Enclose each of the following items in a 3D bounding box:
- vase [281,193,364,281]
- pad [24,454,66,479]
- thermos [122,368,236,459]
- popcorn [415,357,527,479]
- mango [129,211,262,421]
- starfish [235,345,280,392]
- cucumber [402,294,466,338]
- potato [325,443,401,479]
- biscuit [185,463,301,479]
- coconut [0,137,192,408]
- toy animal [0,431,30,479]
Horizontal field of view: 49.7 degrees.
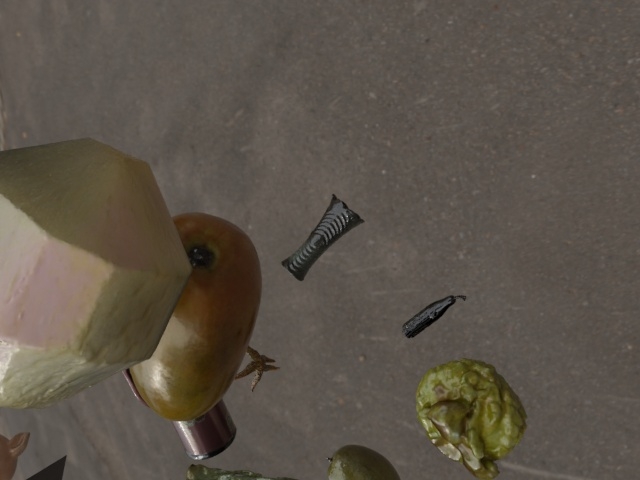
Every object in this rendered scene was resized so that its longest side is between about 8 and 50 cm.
[{"bbox_3d":[0.000,0.000,1.861,0.237,0.115,0.115,-49,55,4],"label":"vase"},{"bbox_3d":[-0.515,0.446,1.162,0.004,0.190,0.127,39,127,21],"label":"pad"},{"bbox_3d":[-0.279,0.255,1.312,0.136,0.109,0.331,-6,117,26],"label":"thermos"},{"bbox_3d":[0.329,0.393,1.523,0.206,0.236,0.252,-49,28,45],"label":"popcorn"},{"bbox_3d":[-0.175,0.113,0.922,0.211,0.172,0.317,-96,17,-54],"label":"mango"},{"bbox_3d":[-0.159,0.291,1.658,0.041,0.133,0.130,-6,114,43],"label":"starfish"},{"bbox_3d":[0.237,0.155,1.463,0.043,0.039,0.163,40,126,-5],"label":"cucumber"},{"bbox_3d":[0.112,0.613,1.744,0.251,0.159,0.174,40,-179,-8],"label":"potato"},{"bbox_3d":[-0.060,0.479,1.235,0.335,0.329,0.078,-18,46,40],"label":"biscuit"},{"bbox_3d":[-0.245,0.021,0.646,0.259,0.259,0.260,24,121,47],"label":"coconut"},{"bbox_3d":[-0.795,0.482,1.577,0.247,0.149,0.165,22,105,27],"label":"toy animal"}]
